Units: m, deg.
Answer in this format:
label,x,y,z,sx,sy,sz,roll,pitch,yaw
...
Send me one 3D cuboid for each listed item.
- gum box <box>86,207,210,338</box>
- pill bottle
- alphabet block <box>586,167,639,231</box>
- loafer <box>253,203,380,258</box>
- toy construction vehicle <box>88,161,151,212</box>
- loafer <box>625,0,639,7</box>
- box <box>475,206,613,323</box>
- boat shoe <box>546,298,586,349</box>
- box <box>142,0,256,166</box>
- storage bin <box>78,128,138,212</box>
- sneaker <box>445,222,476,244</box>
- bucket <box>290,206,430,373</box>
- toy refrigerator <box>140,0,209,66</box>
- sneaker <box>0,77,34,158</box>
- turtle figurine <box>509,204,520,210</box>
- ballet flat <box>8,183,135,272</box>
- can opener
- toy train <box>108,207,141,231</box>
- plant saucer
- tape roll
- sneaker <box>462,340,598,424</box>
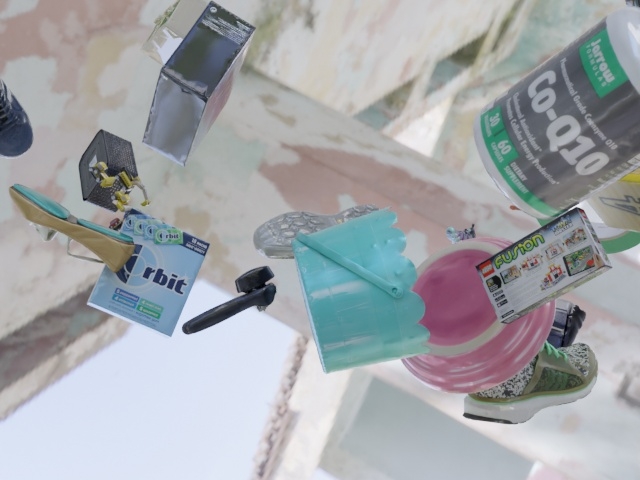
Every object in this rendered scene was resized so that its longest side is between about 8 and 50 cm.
label,x,y,z,sx,sy,sz,roll,pitch,yaw
gum box,-0.302,0.058,1.744,0.184,0.157,0.041,-68,15,-16
pill bottle,0.411,-0.198,1.390,0.361,0.204,0.204,-36,3,35
alphabet block,0.623,-0.140,1.890,0.197,0.193,0.192,42,-111,-37
loafer,0.000,0.000,2.042,0.319,0.112,0.111,-6,-39,-32
toy construction vehicle,-0.346,-0.098,1.718,0.035,0.098,0.086,-38,-9,21
loafer,0.733,-0.624,2.182,0.096,0.084,0.267,38,-103,-43
box,0.371,0.044,1.651,0.207,0.114,0.036,-33,-27,28
boat shoe,0.506,0.222,2.564,0.127,0.340,0.158,42,-117,-45
box,-0.227,-0.281,1.808,0.184,0.103,0.261,-59,2,-28
storage bin,-0.514,-0.169,2.378,0.084,0.180,0.122,23,-62,-34
sneaker,0.332,-0.017,2.280,0.069,0.038,0.098,-46,-43,-9
bucket,0.064,0.090,1.684,0.281,0.183,0.281,166,90,-86
toy refrigerator,-0.330,-0.479,2.251,0.102,0.094,0.269,-61,18,-11
sneaker,-0.645,-0.275,1.859,0.131,0.148,0.350,-47,-45,-15
turtle figurine,0.452,-0.161,1.942,0.217,0.087,0.269,-60,-24,-6
ballet flat,-0.429,-0.016,1.658,0.073,0.232,0.080,-63,4,7
can opener,-0.153,0.112,1.678,0.186,0.073,0.059,-30,-6,-21
toy train,-0.542,-0.041,2.614,0.158,0.036,0.027,-34,3,13
plant saucer,0.278,0.126,1.879,0.084,0.332,0.332,44,-108,-43
tape roll,0.672,-0.118,2.396,0.077,0.321,0.321,-53,-16,-49
sneaker,0.468,0.262,2.129,0.410,0.158,0.182,-15,-72,-42
